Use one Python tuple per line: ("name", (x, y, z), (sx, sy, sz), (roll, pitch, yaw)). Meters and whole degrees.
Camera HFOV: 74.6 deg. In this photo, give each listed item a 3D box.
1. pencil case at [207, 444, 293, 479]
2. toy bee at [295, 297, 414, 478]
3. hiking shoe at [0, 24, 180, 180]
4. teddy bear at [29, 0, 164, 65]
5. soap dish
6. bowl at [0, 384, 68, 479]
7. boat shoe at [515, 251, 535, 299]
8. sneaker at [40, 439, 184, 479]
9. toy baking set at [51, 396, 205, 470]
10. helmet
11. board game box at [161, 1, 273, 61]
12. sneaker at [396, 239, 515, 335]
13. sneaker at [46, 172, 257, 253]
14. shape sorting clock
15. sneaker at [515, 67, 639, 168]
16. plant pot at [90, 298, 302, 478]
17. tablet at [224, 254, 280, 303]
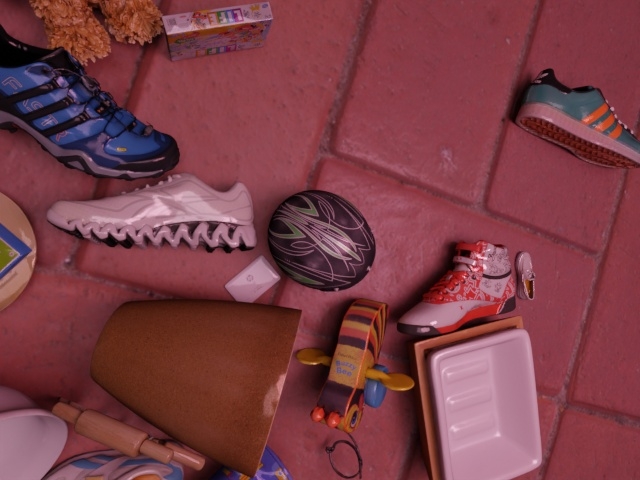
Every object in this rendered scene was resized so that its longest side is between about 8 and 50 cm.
("pencil case", (-0.166, 0.447, 0.613), (0.133, 0.119, 0.306), (46, 56, 7))
("toy bee", (0.054, 0.241, 0.681), (0.195, 0.162, 0.299), (-15, 72, 21))
("hiking shoe", (-0.338, -0.182, 0.567), (0.303, 0.132, 0.113), (20, 42, -17))
("teddy bear", (-0.365, -0.414, 0.576), (0.244, 0.113, 0.339), (-15, 97, -17))
("soap dish", (0.283, 0.298, 0.788), (0.228, 0.118, 0.291), (-10, 95, -15))
("bowl", (-0.494, 0.277, 0.515), (0.134, 0.298, 0.298), (41, 80, 21))
("boat shoe", (0.424, 0.073, 0.860), (0.035, 0.035, 0.100), (-1, 93, -16))
("sneaker", (-0.324, 0.374, 0.632), (0.228, 0.092, 0.088), (-13, 98, -14))
("toy baking set", (-0.277, 0.269, 0.581), (0.256, 0.197, 0.030), (21, 59, 4))
("helmet", (0.000, 0.000, 0.670), (0.169, 0.161, 0.170), (-1, 93, -16))
("board game box", (-0.157, -0.317, 0.642), (0.154, 0.103, 0.026), (-17, 97, -14))
("sneaker", (0.247, 0.078, 0.776), (0.269, 0.090, 0.145), (-9, 95, -25))
("sneaker", (-0.242, -0.044, 0.638), (0.291, 0.110, 0.119), (3, 84, -24))
("shape sorting clock", (-0.513, 0.016, 0.588), (0.206, 0.040, 0.207), (0, 90, -13))
("sneaker", (0.543, -0.241, 0.842), (0.301, 0.108, 0.121), (21, 91, -14))
("plant pot", (-0.179, 0.180, 0.611), (0.254, 0.237, 0.237), (18, 88, -2))
("tablet", (-0.116, 0.071, 0.722), (0.083, 0.006, 0.054), (-40, 102, -11))
